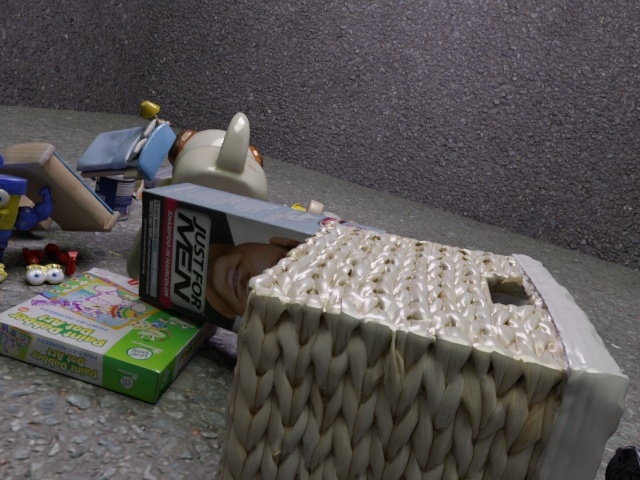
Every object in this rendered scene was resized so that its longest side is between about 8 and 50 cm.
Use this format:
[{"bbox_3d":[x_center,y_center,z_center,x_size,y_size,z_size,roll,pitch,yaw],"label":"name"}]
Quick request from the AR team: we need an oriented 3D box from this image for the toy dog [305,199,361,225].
[{"bbox_3d":[0.000,0.000,1.407,0.220,0.161,0.333,27,-3,13],"label":"toy dog"}]

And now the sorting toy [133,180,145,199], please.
[{"bbox_3d":[-0.574,-0.176,1.585,0.083,0.075,0.044,28,20,38],"label":"sorting toy"}]

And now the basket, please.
[{"bbox_3d":[0.076,0.177,0.510,0.266,0.332,0.328,12,14,11],"label":"basket"}]

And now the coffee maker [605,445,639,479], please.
[{"bbox_3d":[0.472,0.356,0.623,0.178,0.120,0.171,15,16,1],"label":"coffee maker"}]

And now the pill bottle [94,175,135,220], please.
[{"bbox_3d":[-0.541,-0.146,1.328,0.094,0.169,0.094,14,15,-4],"label":"pill bottle"}]

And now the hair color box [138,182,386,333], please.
[{"bbox_3d":[-0.102,0.040,0.784,0.374,0.185,0.113,15,18,22],"label":"hair color box"}]

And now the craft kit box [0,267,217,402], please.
[{"bbox_3d":[-0.314,0.133,0.787,0.249,0.061,0.247,16,18,4],"label":"craft kit box"}]

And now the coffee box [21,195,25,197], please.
[{"bbox_3d":[-0.733,-0.106,1.249,0.184,0.040,0.113,25,18,31],"label":"coffee box"}]

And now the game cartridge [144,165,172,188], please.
[{"bbox_3d":[-0.474,-0.215,1.857,0.230,0.068,0.355,19,15,0],"label":"game cartridge"}]

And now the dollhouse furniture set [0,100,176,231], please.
[{"bbox_3d":[-0.515,-0.196,1.062,0.286,0.198,0.303,1,53,24],"label":"dollhouse furniture set"}]

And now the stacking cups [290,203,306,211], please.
[{"bbox_3d":[0.041,-0.019,1.609,0.316,0.096,0.096,24,17,21],"label":"stacking cups"}]

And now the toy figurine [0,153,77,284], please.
[{"bbox_3d":[-0.612,-0.061,0.874,0.362,0.217,0.191,5,18,-34],"label":"toy figurine"}]

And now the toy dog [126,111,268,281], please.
[{"bbox_3d":[-0.252,-0.116,1.124,0.284,0.396,0.408,3,26,-12],"label":"toy dog"}]
